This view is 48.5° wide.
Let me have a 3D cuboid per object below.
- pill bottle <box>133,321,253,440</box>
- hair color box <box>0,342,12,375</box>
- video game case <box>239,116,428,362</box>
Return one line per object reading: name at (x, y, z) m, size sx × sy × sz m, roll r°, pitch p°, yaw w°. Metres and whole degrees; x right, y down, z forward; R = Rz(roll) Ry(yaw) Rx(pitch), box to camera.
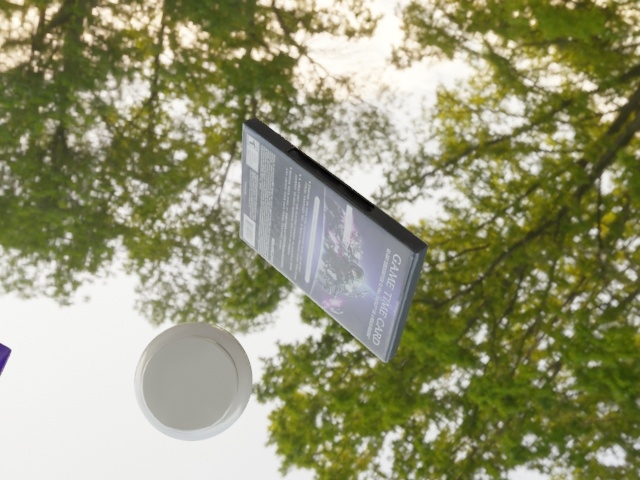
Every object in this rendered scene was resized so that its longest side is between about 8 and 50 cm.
pill bottle at (-0.071, 0.079, 0.406) m, size 0.065 × 0.065 × 0.116 m, roll 23°, pitch 170°, yaw -3°
hair color box at (-0.679, 0.163, 1.079) m, size 0.338 × 0.185 × 0.110 m, roll 39°, pitch -157°, yaw -23°
video game case at (0.000, 0.000, 0.850) m, size 0.274 × 0.196 × 0.026 m, roll 38°, pitch -128°, yaw 26°
